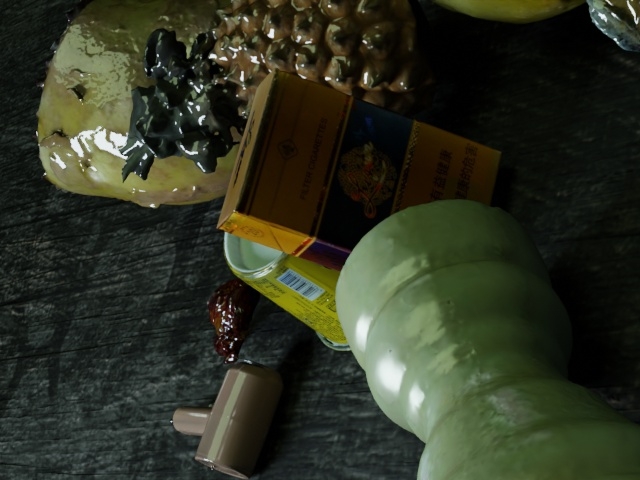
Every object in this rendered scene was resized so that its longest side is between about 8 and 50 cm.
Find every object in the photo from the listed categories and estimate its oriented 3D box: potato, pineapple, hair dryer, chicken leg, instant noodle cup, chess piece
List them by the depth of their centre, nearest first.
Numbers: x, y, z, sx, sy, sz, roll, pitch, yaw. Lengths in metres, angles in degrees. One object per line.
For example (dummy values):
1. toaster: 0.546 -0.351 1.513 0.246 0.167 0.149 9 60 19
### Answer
1. chess piece: 0.147 0.148 1.272 0.234 0.234 0.442 -49 29 19
2. instant noodle cup: 0.000 0.000 1.636 0.182 0.144 0.182 -33 42 36
3. pineapple: -0.064 -0.175 1.688 0.357 0.223 0.223 -21 44 10
4. chicken leg: -0.093 0.082 1.717 0.205 0.053 0.093 67 -149 -89
5. hair dryer: -0.113 0.187 1.737 0.182 0.064 0.117 -6 60 59
6. potato: -0.145 -0.150 1.881 0.237 0.301 0.288 27 114 32

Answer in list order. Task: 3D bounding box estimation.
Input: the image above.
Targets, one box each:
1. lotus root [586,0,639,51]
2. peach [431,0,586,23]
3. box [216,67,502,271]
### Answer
1. lotus root: 0.378 -0.266 1.307 0.349 0.175 0.175 -32 43 33
2. peach: 0.176 -0.360 1.522 0.314 0.281 0.315 -6 57 34
3. box: 0.039 -0.048 1.530 0.070 0.237 0.152 135 152 -67
